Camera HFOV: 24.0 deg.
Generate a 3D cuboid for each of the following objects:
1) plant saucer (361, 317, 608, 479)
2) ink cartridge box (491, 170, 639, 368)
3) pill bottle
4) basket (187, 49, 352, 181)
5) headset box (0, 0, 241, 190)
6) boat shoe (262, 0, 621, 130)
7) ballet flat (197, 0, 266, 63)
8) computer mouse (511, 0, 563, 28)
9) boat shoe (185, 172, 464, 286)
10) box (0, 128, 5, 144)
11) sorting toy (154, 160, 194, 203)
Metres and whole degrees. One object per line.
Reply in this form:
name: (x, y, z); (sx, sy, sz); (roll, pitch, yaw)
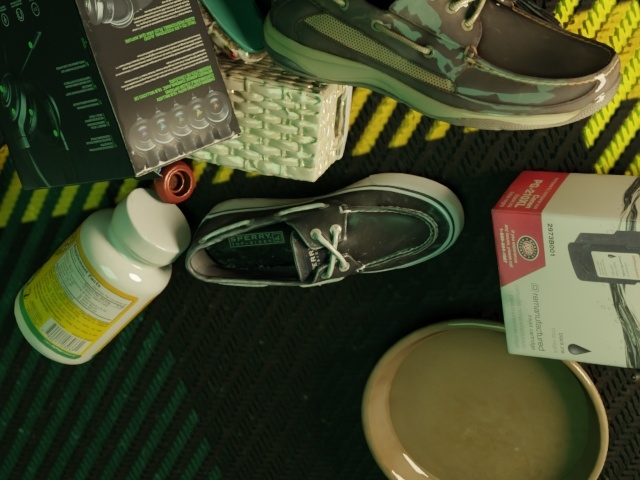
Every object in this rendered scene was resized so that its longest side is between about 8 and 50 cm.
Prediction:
plant saucer: (0.184, 0.201, 1.686); (0.278, 0.041, 0.278); (7, 118, 13)
ink cartridge box: (0.304, 0.031, 1.497); (0.237, 0.100, 0.172); (5, 120, 28)
pill bottle: (-0.240, 0.037, 1.681); (0.117, 0.117, 0.208); (43, 121, -8)
basket: (-0.061, -0.134, 1.544); (0.167, 0.103, 0.113); (12, 119, 12)
headset box: (-0.225, -0.186, 1.461); (0.246, 0.131, 0.283); (-4, 107, 54)
boat shoe: (0.108, -0.201, 1.418); (0.355, 0.132, 0.130); (13, 129, 16)
ballet flat: (-0.141, -0.271, 1.512); (0.077, 0.091, 0.241); (-31, 95, 43)
computer mouse: (0.247, -0.263, 1.417); (0.193, 0.042, 0.106); (-32, 103, 29)
boat shoe: (0.000, 0.000, 1.597); (0.301, 0.102, 0.108); (-2, 116, 18)
box: (-0.382, -0.174, 1.626); (0.156, 0.093, 0.158); (46, 121, -10)
sorting toy: (-0.174, -0.088, 1.639); (0.042, 0.061, 0.102); (15, 119, 49)
